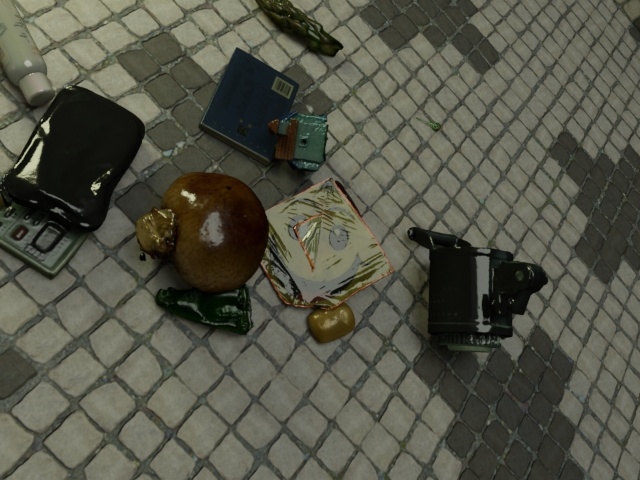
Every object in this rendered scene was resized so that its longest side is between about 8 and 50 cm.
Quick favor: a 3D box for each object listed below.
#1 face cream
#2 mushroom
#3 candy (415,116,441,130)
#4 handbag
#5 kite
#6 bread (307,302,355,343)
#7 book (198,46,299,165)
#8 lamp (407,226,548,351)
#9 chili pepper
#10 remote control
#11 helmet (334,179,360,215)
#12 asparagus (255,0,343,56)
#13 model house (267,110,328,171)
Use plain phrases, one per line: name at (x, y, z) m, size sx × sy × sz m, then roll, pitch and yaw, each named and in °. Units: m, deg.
face cream at (-0.623, -0.397, 1.283) m, size 0.082 × 0.082 × 0.269 m, roll -27°, pitch 85°, yaw -36°
mushroom at (-0.229, -0.020, 1.284) m, size 0.283 × 0.195 × 0.263 m, roll -18°, pitch 81°, yaw -35°
candy at (0.318, -0.348, 1.862) m, size 0.083 × 0.023 × 0.025 m, roll 21°, pitch 68°, yaw -11°
handbag at (-0.480, -0.162, 1.252) m, size 0.191 × 0.075 × 0.332 m, roll 28°, pitch 49°, yaw -20°
kite at (-0.001, 0.001, 1.465) m, size 0.377 × 0.013 × 0.328 m, roll 12°, pitch 71°, yaw -9°
bread at (0.031, 0.183, 1.436) m, size 0.115 × 0.056 × 0.082 m, roll -12°, pitch 75°, yaw -34°
book at (-0.170, -0.335, 1.561) m, size 0.190 × 0.025 × 0.269 m, roll 27°, pitch 58°, yaw -18°
lamp at (0.358, 0.139, 1.552) m, size 0.205 × 0.374 × 0.272 m, roll 11°, pitch 96°, yaw -33°
chili pepper at (-0.231, 0.132, 1.302) m, size 0.216 × 0.062 × 0.108 m, roll 17°, pitch 55°, yaw -24°
remote control at (-0.586, -0.052, 1.181) m, size 0.285 × 0.038 × 0.123 m, roll 38°, pitch 56°, yaw -12°
helmet at (0.047, -0.088, 1.564) m, size 0.111 × 0.057 × 0.089 m, roll 61°, pitch 18°, yaw 22°
asparagus at (-0.064, -0.585, 1.702) m, size 0.287 × 0.080 × 0.080 m, roll 33°, pitch 56°, yaw -14°
model house at (-0.071, -0.246, 1.517) m, size 0.148 × 0.119 × 0.148 m, roll 7°, pitch 96°, yaw -28°
